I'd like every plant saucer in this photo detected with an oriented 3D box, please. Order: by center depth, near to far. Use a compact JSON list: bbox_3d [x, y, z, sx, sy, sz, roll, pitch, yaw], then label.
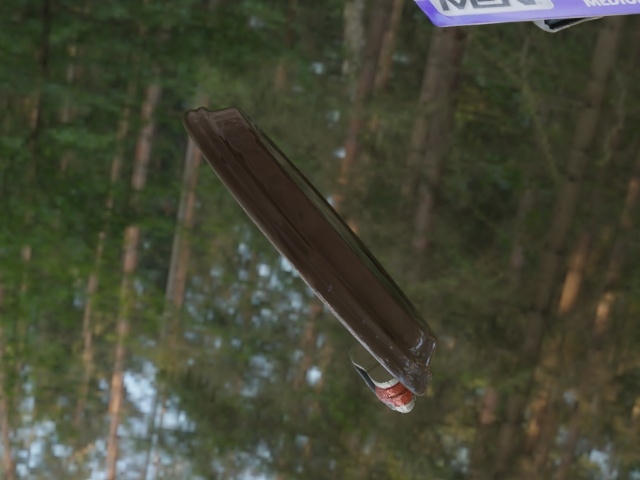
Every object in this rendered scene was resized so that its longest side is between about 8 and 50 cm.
[{"bbox_3d":[0.000,0.000,1.062,0.278,0.041,0.278,50,-176,-5],"label":"plant saucer"}]

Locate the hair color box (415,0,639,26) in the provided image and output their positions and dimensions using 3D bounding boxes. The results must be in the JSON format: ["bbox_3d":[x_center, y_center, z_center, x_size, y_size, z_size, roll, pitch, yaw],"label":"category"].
[{"bbox_3d":[0.152,-0.247,0.545,0.185,0.339,0.110,4,148,42],"label":"hair color box"}]

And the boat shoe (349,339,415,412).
[{"bbox_3d":[0.066,0.134,1.457,0.049,0.043,0.137,-32,-159,-2],"label":"boat shoe"}]

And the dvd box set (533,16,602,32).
[{"bbox_3d":[0.108,-0.378,1.190,0.062,0.307,0.420,-20,-151,-6],"label":"dvd box set"}]
